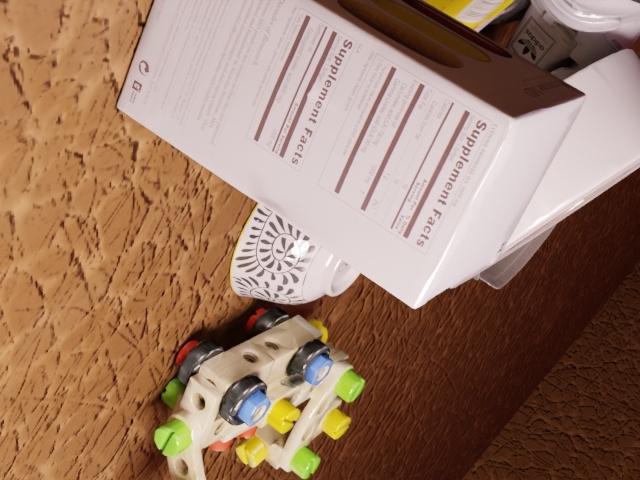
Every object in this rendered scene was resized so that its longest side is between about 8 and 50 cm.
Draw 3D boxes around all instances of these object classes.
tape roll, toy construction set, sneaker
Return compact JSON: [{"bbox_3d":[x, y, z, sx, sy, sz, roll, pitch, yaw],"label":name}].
[{"bbox_3d":[0.219,-0.068,1.213,0.286,0.100,0.286,-33,174,-4],"label":"tape roll"},{"bbox_3d":[-0.073,0.185,1.177,0.327,0.151,0.215,-46,162,-58],"label":"toy construction set"},{"bbox_3d":[0.241,-0.224,1.166,0.210,0.137,0.366,-41,169,30],"label":"sneaker"}]

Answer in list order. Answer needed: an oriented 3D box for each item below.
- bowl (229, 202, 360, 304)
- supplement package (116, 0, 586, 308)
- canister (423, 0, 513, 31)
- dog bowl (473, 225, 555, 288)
[{"bbox_3d":[0.000,0.000,1.129,0.170,0.080,0.170,-48,159,-25],"label":"bowl"},{"bbox_3d":[0.019,-0.089,0.777,0.139,0.244,0.133,-24,143,-58],"label":"supplement package"},{"bbox_3d":[0.103,-0.192,0.972,0.126,0.073,0.170,-37,180,-39],"label":"canister"},{"bbox_3d":[0.264,-0.100,1.570,0.349,0.102,0.348,-48,159,-25],"label":"dog bowl"}]
